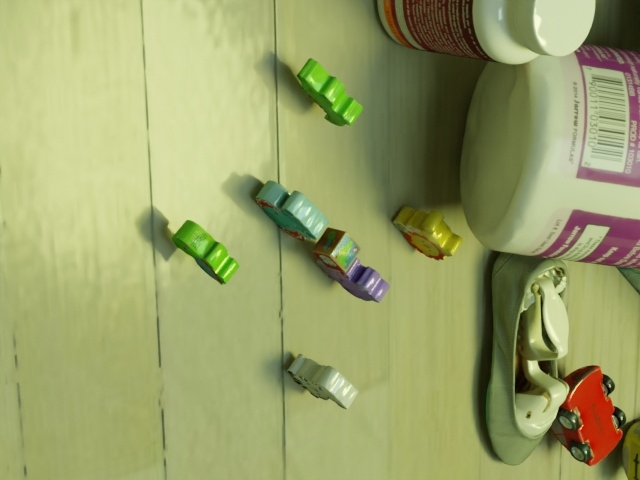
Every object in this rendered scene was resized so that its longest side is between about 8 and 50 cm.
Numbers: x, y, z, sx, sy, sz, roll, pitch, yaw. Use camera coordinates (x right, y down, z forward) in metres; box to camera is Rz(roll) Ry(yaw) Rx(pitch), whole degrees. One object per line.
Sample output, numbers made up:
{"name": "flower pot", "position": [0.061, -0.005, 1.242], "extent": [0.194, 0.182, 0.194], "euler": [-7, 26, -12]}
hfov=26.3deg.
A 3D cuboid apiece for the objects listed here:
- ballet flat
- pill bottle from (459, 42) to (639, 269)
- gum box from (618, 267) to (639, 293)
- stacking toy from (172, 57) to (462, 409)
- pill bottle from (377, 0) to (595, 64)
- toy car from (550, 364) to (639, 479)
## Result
{"name": "ballet flat", "position": [0.183, 0.108, 1.185], "extent": [0.072, 0.068, 0.213], "euler": [-18, 114, -36]}
{"name": "pill bottle", "position": [0.276, -0.059, 1.077], "extent": [0.301, 0.169, 0.169], "euler": [7, 99, -14]}
{"name": "gum box", "position": [0.365, 0.050, 1.264], "extent": [0.184, 0.157, 0.041], "euler": [41, 75, -40]}
{"name": "stacking toy", "position": [0.000, 0.000, 1.013], "extent": [0.167, 0.052, 0.221], "euler": [-54, 128, -17]}
{"name": "pill bottle", "position": [0.119, -0.173, 0.991], "extent": [0.086, 0.152, 0.086], "euler": [-13, 111, -37]}
{"name": "toy car", "position": [0.256, 0.243, 1.297], "extent": [0.239, 0.053, 0.225], "euler": [27, 85, -41]}
